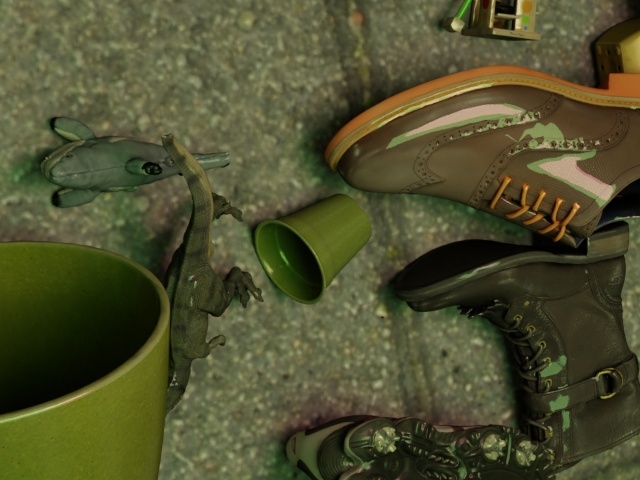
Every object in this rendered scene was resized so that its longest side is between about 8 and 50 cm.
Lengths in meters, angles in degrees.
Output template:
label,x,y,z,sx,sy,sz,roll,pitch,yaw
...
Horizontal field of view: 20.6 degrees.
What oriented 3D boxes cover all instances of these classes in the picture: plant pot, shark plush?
label,x,y,z,sx,sy,sz,roll,pitch,yaw
plant pot,0.000,0.000,1.511,0.079,0.083,0.083,-35,110,-33
plant pot,-0.233,0.191,1.322,0.275,0.275,0.293,-18,118,-25
shark plush,-0.151,-0.053,1.427,0.161,0.067,0.073,10,90,-27
plant pot,0.305,-0.169,1.644,0.083,0.081,0.081,-12,101,-20

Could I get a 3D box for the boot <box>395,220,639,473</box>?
label,x,y,z,sx,sy,sz,roll,pitch,yaw
boot,0.198,0.109,1.612,0.263,0.091,0.229,-11,104,-23

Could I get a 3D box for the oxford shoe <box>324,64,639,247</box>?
label,x,y,z,sx,sy,sz,roll,pitch,yaw
oxford shoe,0.185,-0.066,1.529,0.364,0.130,0.132,-5,62,-18

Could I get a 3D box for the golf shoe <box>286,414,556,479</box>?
label,x,y,z,sx,sy,sz,roll,pitch,yaw
golf shoe,0.098,0.202,1.562,0.273,0.120,0.105,21,80,-37

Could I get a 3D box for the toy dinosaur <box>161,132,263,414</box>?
label,x,y,z,sx,sy,sz,roll,pitch,yaw
toy dinosaur,-0.098,0.024,1.441,0.118,0.064,0.268,-39,140,-56

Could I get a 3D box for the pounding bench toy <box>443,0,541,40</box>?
label,x,y,z,sx,sy,sz,roll,pitch,yaw
pounding bench toy,0.152,-0.215,1.574,0.083,0.052,0.065,3,94,-27
